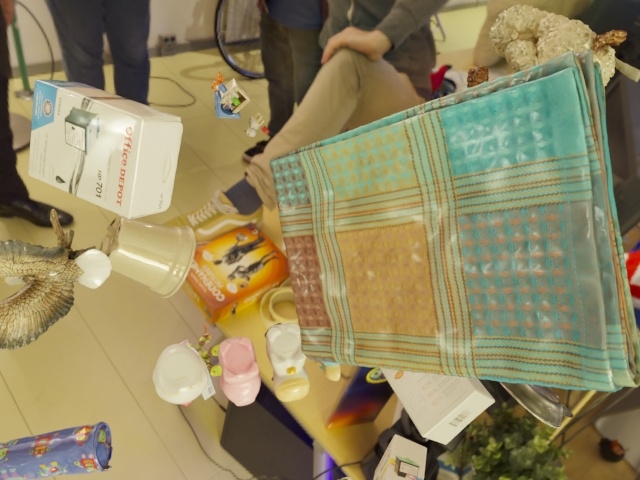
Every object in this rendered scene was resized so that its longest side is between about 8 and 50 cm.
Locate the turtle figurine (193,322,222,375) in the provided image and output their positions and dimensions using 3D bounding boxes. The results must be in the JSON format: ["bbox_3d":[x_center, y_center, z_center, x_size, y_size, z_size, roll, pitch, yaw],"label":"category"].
[{"bbox_3d":[-0.434,0.426,1.813,0.087,0.217,0.270,29,61,-35],"label":"turtle figurine"}]

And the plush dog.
[{"bbox_3d":[0.379,-0.254,0.848,0.262,0.225,0.211,40,8,-15],"label":"plush dog"}]

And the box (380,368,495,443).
[{"bbox_3d":[0.217,0.271,0.939,0.091,0.130,0.170,34,15,-41],"label":"box"}]

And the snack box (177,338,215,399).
[{"bbox_3d":[-0.326,0.339,1.291,0.037,0.141,0.100,-31,47,-27],"label":"snack box"}]

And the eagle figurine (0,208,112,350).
[{"bbox_3d":[-0.674,0.090,1.150,0.226,0.225,0.298,46,19,-9],"label":"eagle figurine"}]

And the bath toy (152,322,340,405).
[{"bbox_3d":[-0.140,0.249,0.957,0.347,0.129,0.152,-7,75,-14],"label":"bath toy"}]

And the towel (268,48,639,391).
[{"bbox_3d":[0.094,0.006,0.499,0.040,0.370,0.272,-12,93,-47],"label":"towel"}]

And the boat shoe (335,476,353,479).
[{"bbox_3d":[-0.004,0.663,1.183,0.091,0.305,0.109,12,38,-19],"label":"boat shoe"}]

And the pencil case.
[{"bbox_3d":[-0.692,0.560,1.276,0.305,0.133,0.119,-10,39,-1],"label":"pencil case"}]

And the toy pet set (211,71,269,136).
[{"bbox_3d":[-0.160,-0.232,0.854,0.122,0.065,0.114,41,19,-43],"label":"toy pet set"}]

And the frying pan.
[{"bbox_3d":[0.492,0.348,1.067,0.326,0.053,0.197,34,16,-12],"label":"frying pan"}]

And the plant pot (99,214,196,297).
[{"bbox_3d":[-0.752,0.045,2.095,0.305,0.334,0.334,24,35,-38],"label":"plant pot"}]

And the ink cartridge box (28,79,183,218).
[{"bbox_3d":[-0.301,-0.129,0.684,0.190,0.140,0.082,22,19,19],"label":"ink cartridge box"}]

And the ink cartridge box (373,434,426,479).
[{"bbox_3d":[0.229,0.779,1.512,0.117,0.202,0.278,23,27,6],"label":"ink cartridge box"}]
